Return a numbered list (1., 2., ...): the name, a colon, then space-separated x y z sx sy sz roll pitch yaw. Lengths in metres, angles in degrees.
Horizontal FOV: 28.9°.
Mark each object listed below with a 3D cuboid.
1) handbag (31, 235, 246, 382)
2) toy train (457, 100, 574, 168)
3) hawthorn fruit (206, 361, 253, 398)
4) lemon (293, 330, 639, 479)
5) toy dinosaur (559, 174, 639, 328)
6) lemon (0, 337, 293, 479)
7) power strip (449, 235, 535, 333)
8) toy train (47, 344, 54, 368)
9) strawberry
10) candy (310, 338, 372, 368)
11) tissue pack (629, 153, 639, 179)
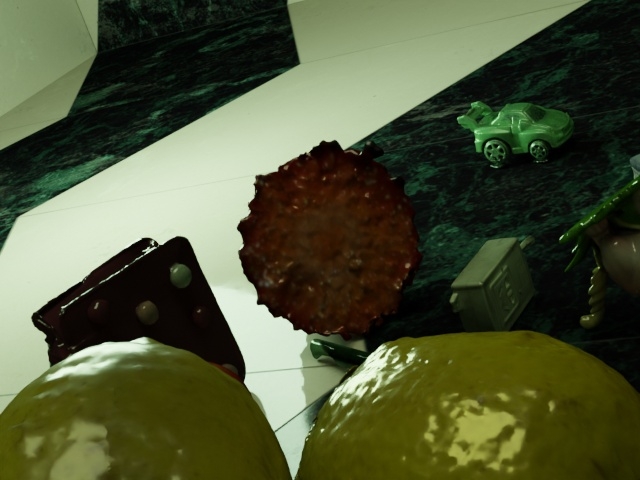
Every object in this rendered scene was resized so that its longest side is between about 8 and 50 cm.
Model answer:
1. handbag: -0.187 0.118 1.329 0.074 0.203 0.216 -9 20 39
2. toy train: 0.282 -0.160 1.773 0.149 0.081 0.099 -5 25 35
3. hawthorn fruit: -0.140 0.194 1.161 0.189 0.189 0.189 -17 21 7
4. lemon: 0.109 0.183 0.858 0.245 0.245 0.319 -35 19 -35
5. toy dinosaur: 0.347 0.020 1.211 0.152 0.177 0.194 -34 -4 -23
6. lemon: -0.144 0.220 0.916 0.285 0.316 0.285 -15 -19 -5
7. power strip: 0.198 0.042 1.353 0.042 0.075 0.175 -7 25 36
8. toy train: -0.250 0.128 1.541 0.194 0.081 0.125 -15 26 9
9. strawberry: 0.000 0.000 1.482 0.233 0.234 0.178 -25 1 -13
10. candy: 0.094 0.130 1.215 0.119 0.119 0.440 -28 16 -22
11. tissue pack: 0.444 -0.076 1.463 0.112 0.051 0.156 -17 20 1
